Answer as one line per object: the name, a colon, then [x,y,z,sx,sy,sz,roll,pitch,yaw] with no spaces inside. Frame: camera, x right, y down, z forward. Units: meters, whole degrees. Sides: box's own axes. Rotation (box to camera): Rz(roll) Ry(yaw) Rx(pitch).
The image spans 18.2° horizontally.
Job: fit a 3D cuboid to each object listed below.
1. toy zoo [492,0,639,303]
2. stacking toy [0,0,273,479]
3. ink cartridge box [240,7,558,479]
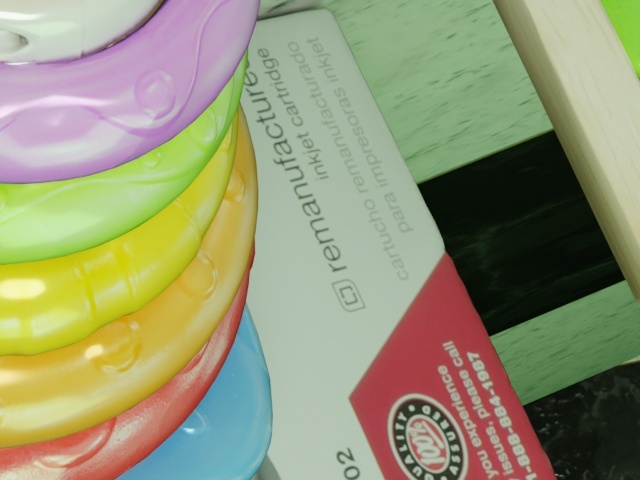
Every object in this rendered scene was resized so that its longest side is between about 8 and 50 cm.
toy zoo: [0.158,-0.131,0.407,0.293,0.192,0.030,-24,168,-4]
stacking toy: [-0.075,-0.047,0.436,0.166,0.175,0.302,-17,159,-22]
ink cartridge box: [-0.097,0.065,0.674,0.306,0.226,0.131,-16,165,-35]
